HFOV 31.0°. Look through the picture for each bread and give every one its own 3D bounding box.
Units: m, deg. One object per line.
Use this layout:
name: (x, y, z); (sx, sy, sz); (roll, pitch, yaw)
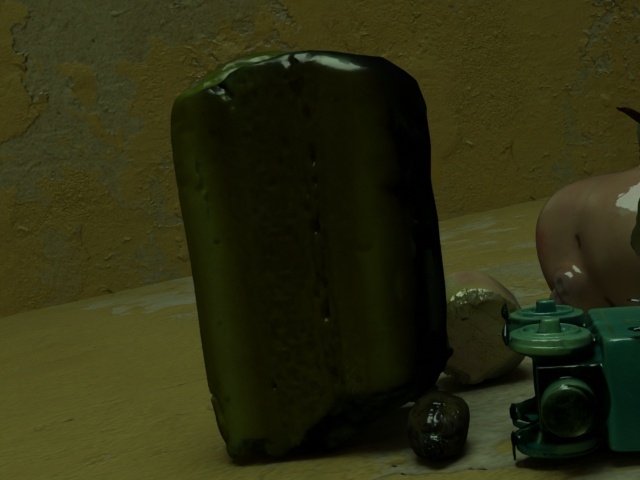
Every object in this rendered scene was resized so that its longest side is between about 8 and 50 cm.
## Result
bread: (0.000, 0.000, 1.108); (0.251, 0.376, 0.208); (-8, 3, 18)

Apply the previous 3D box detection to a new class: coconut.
coconut: (0.162, 0.092, 1.237); (0.116, 0.116, 0.122); (-10, 10, 4)

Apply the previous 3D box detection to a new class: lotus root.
lotus root: (0.099, 0.157, 0.977); (0.054, 0.049, 0.099); (-8, 11, 12)

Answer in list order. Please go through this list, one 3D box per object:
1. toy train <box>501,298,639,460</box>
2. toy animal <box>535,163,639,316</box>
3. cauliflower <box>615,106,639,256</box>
toy train: (0.231, 0.108, 0.935); (0.163, 0.112, 0.203); (-3, 6, 9)
toy animal: (0.377, 0.017, 1.209); (0.326, 0.237, 0.269); (-15, -22, -23)
cauliflower: (0.296, 0.024, 0.748); (0.239, 0.315, 0.256); (-52, 7, 42)
